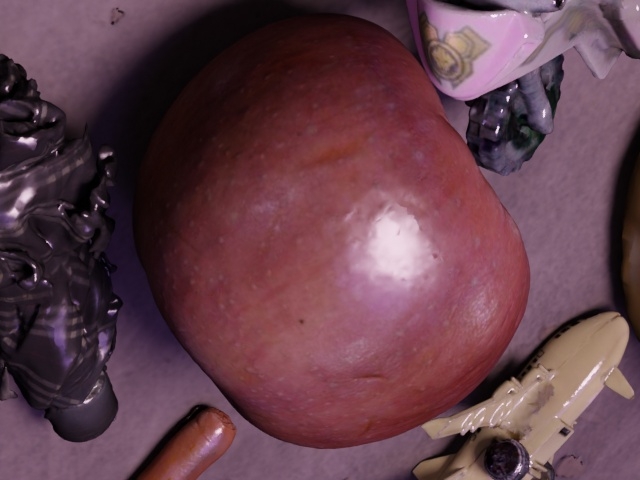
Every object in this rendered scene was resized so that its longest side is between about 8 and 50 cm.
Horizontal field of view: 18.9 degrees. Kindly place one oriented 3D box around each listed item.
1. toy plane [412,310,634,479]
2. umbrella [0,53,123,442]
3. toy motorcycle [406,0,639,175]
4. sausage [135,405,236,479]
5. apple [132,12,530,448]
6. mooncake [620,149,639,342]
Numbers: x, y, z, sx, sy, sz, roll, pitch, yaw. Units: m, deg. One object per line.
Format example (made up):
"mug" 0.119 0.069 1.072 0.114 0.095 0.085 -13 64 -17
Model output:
"toy plane" 0.178 0.159 1.653 0.244 0.092 0.229 -41 149 9
"umbrella" -0.208 0.033 1.319 0.154 0.128 0.337 -22 135 -25
"toy motorcycle" 0.159 -0.207 1.306 0.188 0.143 0.327 19 94 -58
"sausage" -0.129 0.204 1.547 0.047 0.040 0.177 22 111 -45
"apple" 0.000 0.000 1.309 0.235 0.306 0.306 -32 133 0
"mooncake" 0.490 -0.007 1.581 0.467 0.262 0.467 -16 132 -19
